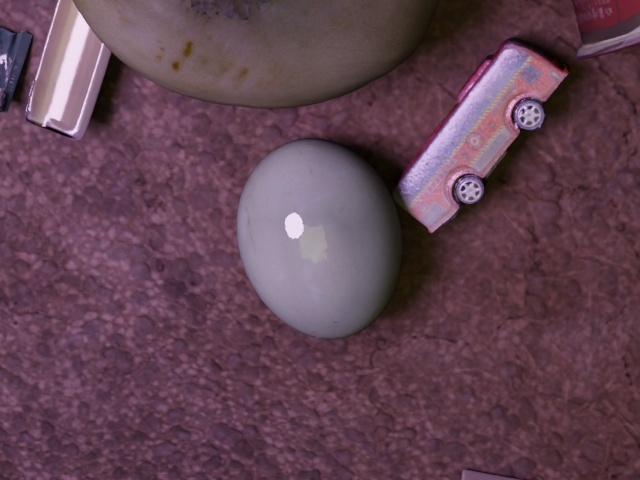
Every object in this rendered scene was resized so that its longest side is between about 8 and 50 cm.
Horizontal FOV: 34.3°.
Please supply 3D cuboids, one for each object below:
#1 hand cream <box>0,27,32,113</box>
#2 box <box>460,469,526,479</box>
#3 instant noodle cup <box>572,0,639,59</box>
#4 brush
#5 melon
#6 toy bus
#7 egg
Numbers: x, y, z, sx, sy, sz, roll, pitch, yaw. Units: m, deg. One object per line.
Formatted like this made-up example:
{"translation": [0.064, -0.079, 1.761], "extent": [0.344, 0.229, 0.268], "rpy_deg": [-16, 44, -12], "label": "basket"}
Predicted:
{"translation": [-0.401, -0.188, 0.966], "extent": [0.247, 0.052, 0.075], "rpy_deg": [16, 113, -1], "label": "hand cream"}
{"translation": [0.238, 0.313, 1.054], "extent": [0.201, 0.141, 0.058], "rpy_deg": [11, 117, 2], "label": "box"}
{"translation": [0.276, -0.263, 0.792], "extent": [0.234, 0.235, 0.178], "rpy_deg": [-22, 99, 13], "label": "instant noodle cup"}
{"translation": [-0.190, -0.249, 0.931], "extent": [0.060, 0.050, 0.321], "rpy_deg": [21, 104, 0], "label": "brush"}
{"translation": [-0.056, -0.232, 0.812], "extent": [0.307, 0.272, 0.272], "rpy_deg": [-4, 111, -2], "label": "melon"}
{"translation": [0.144, -0.097, 0.946], "extent": [0.077, 0.065, 0.192], "rpy_deg": [36, 110, -1], "label": "toy bus"}
{"translation": [0.000, 0.000, 0.950], "extent": [0.149, 0.149, 0.192], "rpy_deg": [-10, 117, 9], "label": "egg"}
